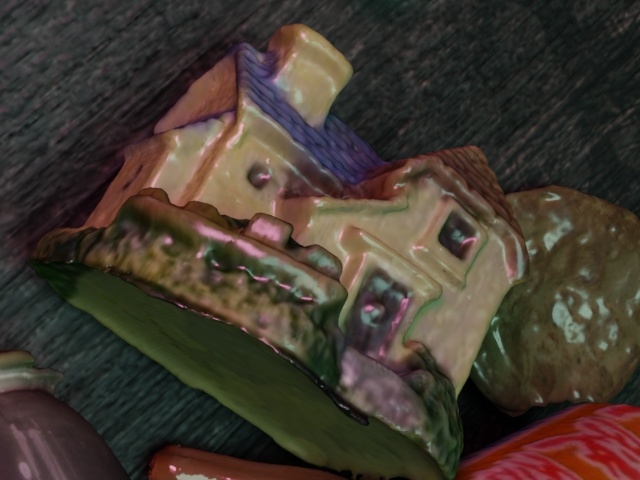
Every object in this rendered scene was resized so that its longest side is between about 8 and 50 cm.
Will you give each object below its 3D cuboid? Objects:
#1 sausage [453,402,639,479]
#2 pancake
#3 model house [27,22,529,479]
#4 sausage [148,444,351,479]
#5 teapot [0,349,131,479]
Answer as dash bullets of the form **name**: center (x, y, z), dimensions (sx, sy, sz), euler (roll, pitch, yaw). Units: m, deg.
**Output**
- **sausage**: center (0.179, 0.267, 1.137), dimensions (0.287, 0.233, 0.233), euler (-11, 102, -52)
- **pancake**: center (0.213, 0.055, 1.288), dimensions (0.236, 0.042, 0.222), euler (-24, 102, -26)
- **model house**: center (0.000, 0.000, 1.047), dimensions (0.321, 0.261, 0.266), euler (38, 68, -24)
- **sausage**: center (-0.050, 0.195, 1.135), dimensions (0.177, 0.047, 0.040), euler (10, 64, 1)
- **teapot**: center (-0.278, 0.211, 0.980), dimensions (0.322, 0.239, 0.239), euler (-20, 80, -2)
